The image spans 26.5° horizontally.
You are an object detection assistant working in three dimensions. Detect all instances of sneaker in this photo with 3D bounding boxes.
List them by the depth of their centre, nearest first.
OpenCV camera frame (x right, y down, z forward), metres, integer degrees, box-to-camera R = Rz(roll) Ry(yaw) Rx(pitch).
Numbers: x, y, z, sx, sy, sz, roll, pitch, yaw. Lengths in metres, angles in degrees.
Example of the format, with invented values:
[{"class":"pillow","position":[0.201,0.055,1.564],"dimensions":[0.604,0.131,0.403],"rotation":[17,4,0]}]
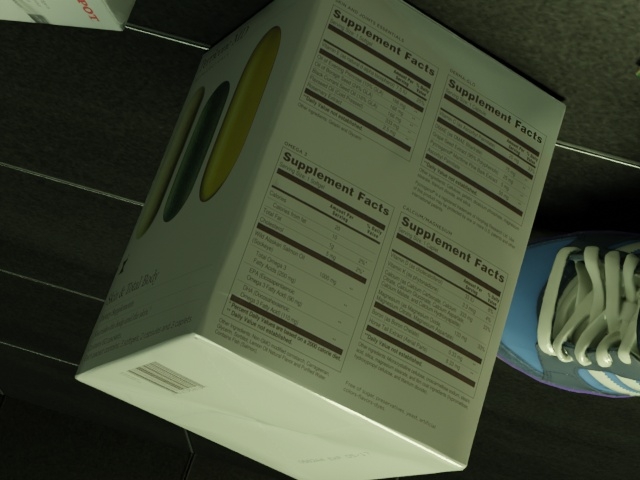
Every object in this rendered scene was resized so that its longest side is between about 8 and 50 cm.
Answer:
[{"class":"sneaker","position":[0.225,0.044,0.929],"dimensions":[0.322,0.130,0.236],"rotation":[12,173,26]}]

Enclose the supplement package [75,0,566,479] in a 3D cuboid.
[{"class":"supplement package","position":[0.000,0.000,0.901],"dimensions":[0.198,0.263,0.199],"rotation":[28,156,-22]}]

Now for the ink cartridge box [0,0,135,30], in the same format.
[{"class":"ink cartridge box","position":[-0.199,-0.194,0.869],"dimensions":[0.150,0.063,0.109],"rotation":[8,155,22]}]

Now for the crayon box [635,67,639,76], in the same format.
[{"class":"crayon box","position":[0.351,-0.049,0.756],"dimensions":[0.318,0.081,0.202],"rotation":[21,158,-4]}]
